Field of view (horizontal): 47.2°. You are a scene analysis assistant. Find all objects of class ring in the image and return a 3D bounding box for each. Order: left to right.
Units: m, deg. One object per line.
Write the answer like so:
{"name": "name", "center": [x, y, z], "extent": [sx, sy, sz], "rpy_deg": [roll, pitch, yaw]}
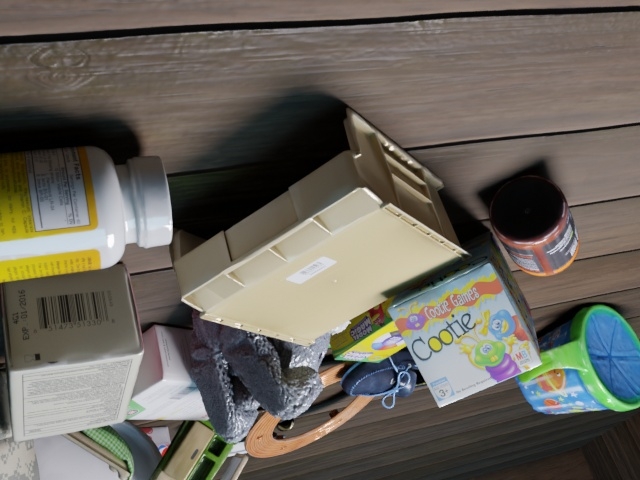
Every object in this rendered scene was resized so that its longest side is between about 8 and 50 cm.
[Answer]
{"name": "ring", "center": [-0.008, 0.337, 1.500], "extent": [0.337, 0.032, 0.336], "rpy_deg": [-25, 151, -16]}

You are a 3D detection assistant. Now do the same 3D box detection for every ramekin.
{"name": "ramekin", "center": [-0.408, 0.446, 1.280], "extent": [0.273, 0.272, 0.127], "rpy_deg": [-7, 161, -21]}

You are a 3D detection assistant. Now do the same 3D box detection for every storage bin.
{"name": "storage bin", "center": [0.000, 0.000, 0.868], "extent": [0.262, 0.123, 0.260], "rpy_deg": [-31, 150, 22]}

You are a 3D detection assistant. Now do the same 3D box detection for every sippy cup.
{"name": "sippy cup", "center": [0.573, 0.287, 1.649], "extent": [0.305, 0.240, 0.224], "rpy_deg": [40, 139, -14]}

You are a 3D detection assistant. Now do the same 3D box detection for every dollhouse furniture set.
{"name": "dollhouse furniture set", "center": [-0.280, 0.311, 1.179], "extent": [0.302, 0.151, 0.197], "rpy_deg": [36, 158, -10]}

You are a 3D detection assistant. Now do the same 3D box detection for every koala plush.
{"name": "koala plush", "center": [-0.063, 0.149, 1.079], "extent": [0.196, 0.203, 0.221], "rpy_deg": [-32, 172, 41]}

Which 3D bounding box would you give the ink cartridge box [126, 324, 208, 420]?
{"name": "ink cartridge box", "center": [-0.217, 0.214, 1.149], "extent": [0.154, 0.093, 0.212], "rpy_deg": [-35, 147, 29]}

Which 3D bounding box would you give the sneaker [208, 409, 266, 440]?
{"name": "sneaker", "center": [-0.190, 0.402, 1.529], "extent": [0.189, 0.066, 0.071], "rpy_deg": [-5, 154, -23]}

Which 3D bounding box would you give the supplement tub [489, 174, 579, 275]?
{"name": "supplement tub", "center": [0.314, -0.010, 1.058], "extent": [0.106, 0.106, 0.198], "rpy_deg": [-27, 151, 14]}

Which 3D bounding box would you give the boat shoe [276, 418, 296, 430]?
{"name": "boat shoe", "center": [-0.081, 0.391, 1.591], "extent": [0.056, 0.049, 0.152], "rpy_deg": [-15, 151, -3]}

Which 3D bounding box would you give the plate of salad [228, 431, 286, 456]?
{"name": "plate of salad", "center": [-0.177, 0.449, 1.640], "extent": [0.200, 0.048, 0.200], "rpy_deg": [-11, 162, -3]}

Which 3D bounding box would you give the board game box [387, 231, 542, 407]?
{"name": "board game box", "center": [0.203, 0.096, 1.015], "extent": [0.144, 0.142, 0.275], "rpy_deg": [-27, -179, 16]}

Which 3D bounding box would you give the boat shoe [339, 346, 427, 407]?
{"name": "boat shoe", "center": [0.159, 0.260, 1.431], "extent": [0.258, 0.089, 0.109], "rpy_deg": [-11, 141, -34]}

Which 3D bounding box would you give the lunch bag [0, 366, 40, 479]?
{"name": "lunch bag", "center": [-0.503, 0.325, 0.913], "extent": [0.213, 0.256, 0.305], "rpy_deg": [-27, 173, 11]}

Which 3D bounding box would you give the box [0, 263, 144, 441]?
{"name": "box", "center": [-0.318, 0.145, 0.925], "extent": [0.149, 0.126, 0.232], "rpy_deg": [-5, 149, -25]}

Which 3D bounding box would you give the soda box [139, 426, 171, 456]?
{"name": "soda box", "center": [-0.404, 0.471, 1.504], "extent": [0.092, 0.083, 0.263], "rpy_deg": [7, 142, -40]}

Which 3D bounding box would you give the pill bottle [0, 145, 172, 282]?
{"name": "pill bottle", "center": [-0.248, -0.026, 0.673], "extent": [0.209, 0.117, 0.117], "rpy_deg": [-8, 150, -19]}

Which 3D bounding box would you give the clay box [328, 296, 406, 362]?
{"name": "clay box", "center": [0.114, 0.157, 1.291], "extent": [0.127, 0.053, 0.222], "rpy_deg": [13, 138, -44]}
